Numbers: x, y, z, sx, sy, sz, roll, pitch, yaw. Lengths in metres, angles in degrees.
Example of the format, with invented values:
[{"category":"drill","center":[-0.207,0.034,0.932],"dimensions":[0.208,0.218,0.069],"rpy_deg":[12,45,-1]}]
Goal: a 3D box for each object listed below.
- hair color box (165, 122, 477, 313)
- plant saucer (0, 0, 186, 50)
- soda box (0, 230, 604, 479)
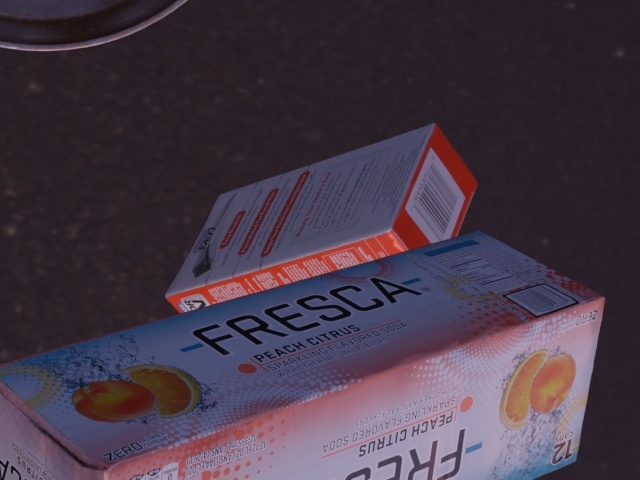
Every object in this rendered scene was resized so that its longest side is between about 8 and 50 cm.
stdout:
[{"category":"hair color box","center":[0.000,0.000,0.915],"dimensions":[0.053,0.167,0.093],"rpy_deg":[53,41,-28]},{"category":"plant saucer","center":[-0.107,-0.153,0.602],"dimensions":[0.168,0.029,0.168],"rpy_deg":[1,85,-10]},{"category":"soda box","center":[-0.002,0.051,0.450],"dimensions":[0.183,0.058,0.063],"rpy_deg":[-14,121,-38]}]
